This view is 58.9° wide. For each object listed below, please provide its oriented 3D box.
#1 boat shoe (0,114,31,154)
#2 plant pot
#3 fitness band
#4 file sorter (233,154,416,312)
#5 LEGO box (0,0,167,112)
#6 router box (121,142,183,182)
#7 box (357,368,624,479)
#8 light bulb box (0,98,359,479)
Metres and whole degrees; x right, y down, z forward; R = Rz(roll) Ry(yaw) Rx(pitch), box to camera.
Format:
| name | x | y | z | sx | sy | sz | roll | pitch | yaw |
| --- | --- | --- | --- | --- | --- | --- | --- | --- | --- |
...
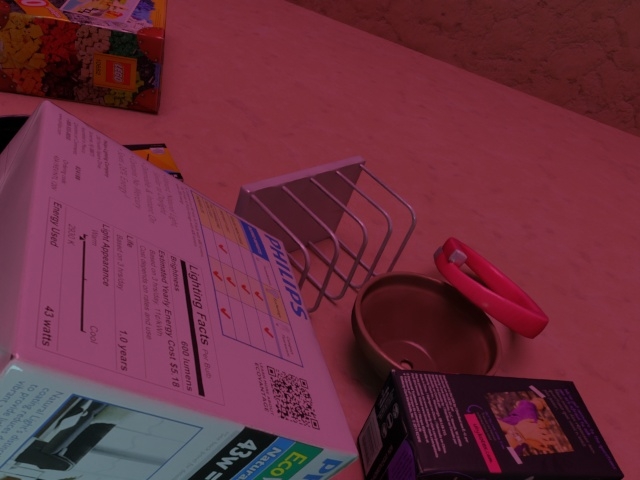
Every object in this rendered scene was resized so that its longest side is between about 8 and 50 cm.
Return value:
| name | x | y | z | sx | sy | sz | roll | pitch | yaw |
| --- | --- | --- | --- | --- | --- | --- | --- | --- | --- |
| boat shoe | -0.472 | -0.128 | 0.900 | 0.186 | 0.156 | 0.500 | -13 | 28 | -25 |
| plant pot | 0.153 | 0.166 | 0.900 | 0.237 | 0.110 | 0.237 | 12 | 38 | -10 |
| fitness band | 0.306 | 0.079 | 1.028 | 0.209 | 0.054 | 0.291 | 35 | 13 | 1 |
| file sorter | 0.000 | 0.000 | 0.982 | 0.277 | 0.193 | 0.173 | -20 | 54 | -40 |
| LEGO box | -0.580 | -0.544 | 1.423 | 0.372 | 0.193 | 0.500 | 4 | 39 | -18 |
| router box | -0.376 | -0.135 | 1.110 | 0.178 | 0.046 | 0.133 | -8 | 44 | -31 |
| box | 0.205 | 0.277 | 0.732 | 0.270 | 0.165 | 0.143 | 8 | 38 | -15 |
| light bulb box | -0.197 | 0.104 | 0.612 | 0.361 | 0.225 | 0.358 | 33 | 23 | -39 |
